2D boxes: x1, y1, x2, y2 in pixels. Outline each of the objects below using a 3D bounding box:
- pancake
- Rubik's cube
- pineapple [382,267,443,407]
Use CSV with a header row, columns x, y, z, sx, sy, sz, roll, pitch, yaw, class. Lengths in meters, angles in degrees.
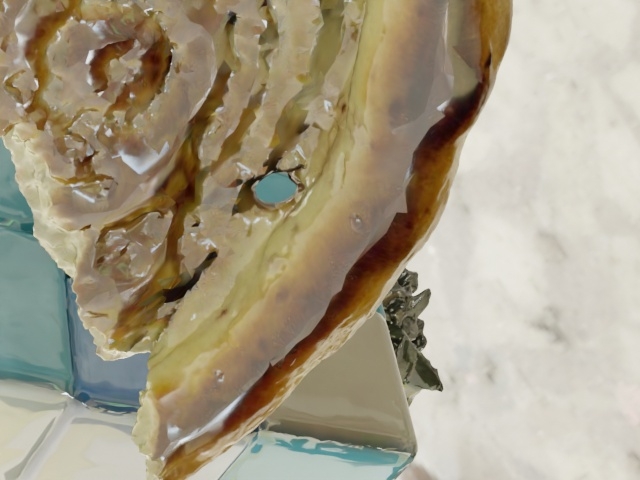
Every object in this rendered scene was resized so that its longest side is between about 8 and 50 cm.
x,y,z,sx,sy,sz,roll,pitch,yaw,class
-0.014,-0.034,0.589,0.056,0.212,0.257,-120,13,-56,pancake
-0.188,0.077,1.016,0.347,0.346,0.344,-52,37,35,Rubik's cube
0.000,0.000,1.281,0.202,0.202,0.362,106,155,-46,pineapple
